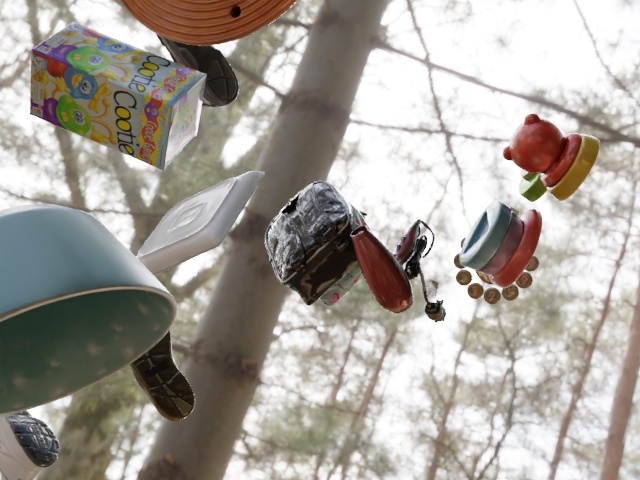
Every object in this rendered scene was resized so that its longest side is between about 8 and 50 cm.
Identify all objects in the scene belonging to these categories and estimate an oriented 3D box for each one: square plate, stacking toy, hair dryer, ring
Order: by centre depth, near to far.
[{"bbox_3d":[-0.117,-0.392,1.022,0.336,0.337,0.032,11,2,26],"label":"ring"},{"bbox_3d":[0.339,-0.089,1.580,0.130,0.309,0.279,29,14,-5],"label":"stacking toy"},{"bbox_3d":[0.150,0.043,1.788,0.080,0.224,0.293,-22,-29,29],"label":"hair dryer"},{"bbox_3d":[-0.340,-0.045,2.323,0.347,0.344,0.049,-21,-63,32],"label":"square plate"}]

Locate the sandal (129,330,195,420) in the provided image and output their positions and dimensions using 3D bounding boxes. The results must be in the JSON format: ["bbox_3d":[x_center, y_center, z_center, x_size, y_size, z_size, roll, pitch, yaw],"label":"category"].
[{"bbox_3d":[-0.228,0.173,1.214,0.180,0.072,0.049,59,-29,24],"label":"sandal"}]

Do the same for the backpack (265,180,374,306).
[{"bbox_3d":[0.000,0.000,1.914,0.191,0.225,0.253,40,11,-37],"label":"backpack"}]

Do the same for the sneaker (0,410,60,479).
[{"bbox_3d":[-0.603,0.333,1.638,0.111,0.129,0.297,20,25,-53],"label":"sneaker"}]

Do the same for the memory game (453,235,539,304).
[{"bbox_3d":[0.374,0.047,1.887,0.186,0.186,0.012,11,-13,26],"label":"memory game"}]

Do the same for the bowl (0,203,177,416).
[{"bbox_3d":[-0.345,0.072,1.051,0.163,0.311,0.311,62,-9,21],"label":"bowl"}]

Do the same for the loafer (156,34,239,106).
[{"bbox_3d":[-0.270,-0.386,1.692,0.095,0.109,0.302,-8,-61,45],"label":"loafer"}]

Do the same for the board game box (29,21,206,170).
[{"bbox_3d":[-0.369,-0.266,1.604,0.275,0.144,0.142,23,-50,6],"label":"board game box"}]
